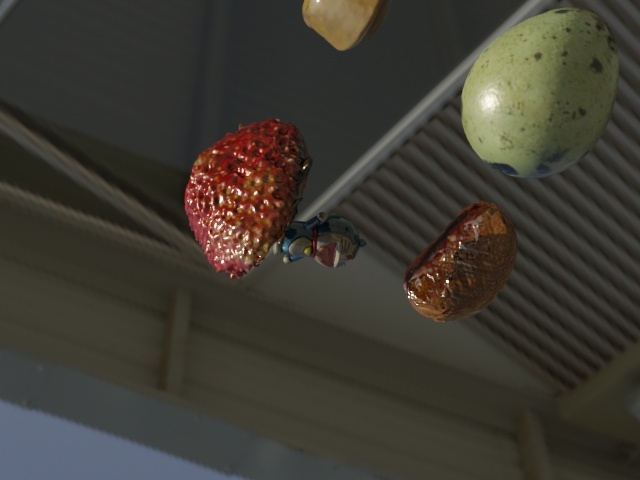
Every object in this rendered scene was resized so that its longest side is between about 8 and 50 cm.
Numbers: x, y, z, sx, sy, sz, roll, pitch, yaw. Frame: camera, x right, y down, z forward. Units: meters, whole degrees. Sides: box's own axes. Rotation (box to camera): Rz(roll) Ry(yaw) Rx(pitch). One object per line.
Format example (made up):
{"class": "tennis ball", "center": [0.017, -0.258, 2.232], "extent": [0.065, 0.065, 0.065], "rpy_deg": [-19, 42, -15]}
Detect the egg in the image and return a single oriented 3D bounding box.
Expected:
{"class": "egg", "center": [0.271, -0.183, 1.478], "extent": [0.177, 0.228, 0.177], "rpy_deg": [33, 174, 4]}

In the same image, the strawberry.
{"class": "strawberry", "center": [-0.116, -0.079, 1.805], "extent": [0.138, 0.233, 0.306], "rpy_deg": [40, -173, -17]}

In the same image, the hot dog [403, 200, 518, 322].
{"class": "hot dog", "center": [0.244, 0.035, 2.095], "extent": [0.099, 0.227, 0.160], "rpy_deg": [28, -161, -49]}

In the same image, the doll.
{"class": "doll", "center": [0.000, 0.000, 1.986], "extent": [0.152, 0.114, 0.085], "rpy_deg": [5, -137, -7]}

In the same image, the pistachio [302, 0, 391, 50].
{"class": "pistachio", "center": [0.068, -0.487, 2.280], "extent": [0.163, 0.260, 0.213], "rpy_deg": [9, -159, -39]}
